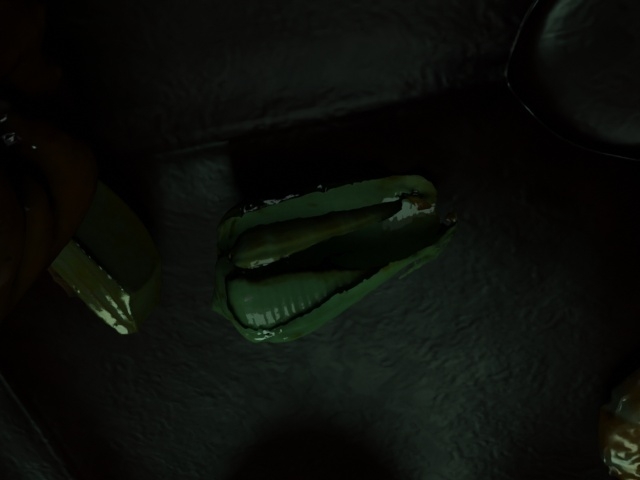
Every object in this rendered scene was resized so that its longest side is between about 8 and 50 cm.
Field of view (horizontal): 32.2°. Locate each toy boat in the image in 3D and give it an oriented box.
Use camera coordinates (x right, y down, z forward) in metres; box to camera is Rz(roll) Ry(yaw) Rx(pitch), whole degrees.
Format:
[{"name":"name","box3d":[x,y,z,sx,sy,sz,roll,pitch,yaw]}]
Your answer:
[{"name":"toy boat","box3d":[-0.162,-0.007,0.720,0.066,0.065,0.172,-9,129,38]}]

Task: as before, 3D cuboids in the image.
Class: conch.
[{"name":"conch","box3d":[0.000,0.000,0.707,0.170,0.079,0.106,-26,131,6]}]

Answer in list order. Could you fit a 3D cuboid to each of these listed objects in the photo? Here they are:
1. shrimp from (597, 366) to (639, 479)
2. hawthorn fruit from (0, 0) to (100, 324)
[{"name":"shrimp","box3d":[0.349,0.114,0.779,0.317,0.062,0.164,-16,125,21]},{"name":"hawthorn fruit","box3d":[-0.277,-0.050,0.562,0.298,0.277,0.277,-3,132,24]}]
